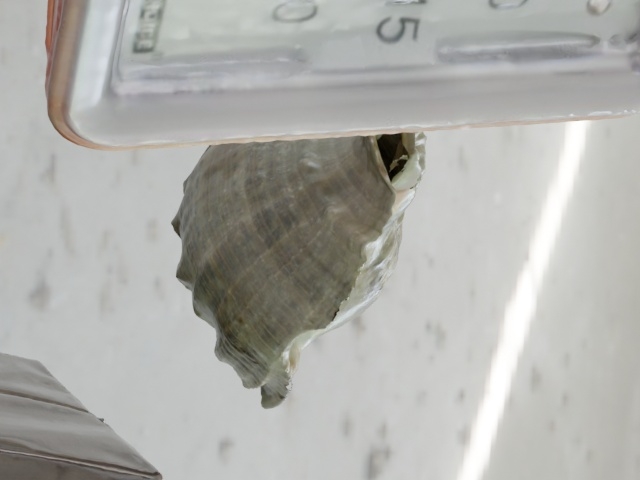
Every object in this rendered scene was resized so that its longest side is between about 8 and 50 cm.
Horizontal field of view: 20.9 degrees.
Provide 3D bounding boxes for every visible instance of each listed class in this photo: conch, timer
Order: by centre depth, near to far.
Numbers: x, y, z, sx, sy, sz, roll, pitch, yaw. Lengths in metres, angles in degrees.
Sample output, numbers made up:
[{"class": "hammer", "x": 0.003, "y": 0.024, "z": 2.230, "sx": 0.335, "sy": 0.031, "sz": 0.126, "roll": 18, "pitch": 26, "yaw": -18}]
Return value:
[{"class": "timer", "x": 0.048, "y": -0.157, "z": 0.573, "sx": 0.257, "sy": 0.250, "sz": 0.161, "roll": 109, "pitch": -18, "yaw": -45}, {"class": "conch", "x": 0.000, "y": 0.000, "z": 0.836, "sx": 0.130, "sy": 0.207, "sz": 0.155, "roll": 6, "pitch": 70, "yaw": -26}]

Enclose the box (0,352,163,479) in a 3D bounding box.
[{"class": "box", "x": -0.206, "y": 0.182, "z": 0.867, "sx": 0.153, "sy": 0.188, "sz": 0.252, "roll": 11, "pitch": 100, "yaw": -31}]
